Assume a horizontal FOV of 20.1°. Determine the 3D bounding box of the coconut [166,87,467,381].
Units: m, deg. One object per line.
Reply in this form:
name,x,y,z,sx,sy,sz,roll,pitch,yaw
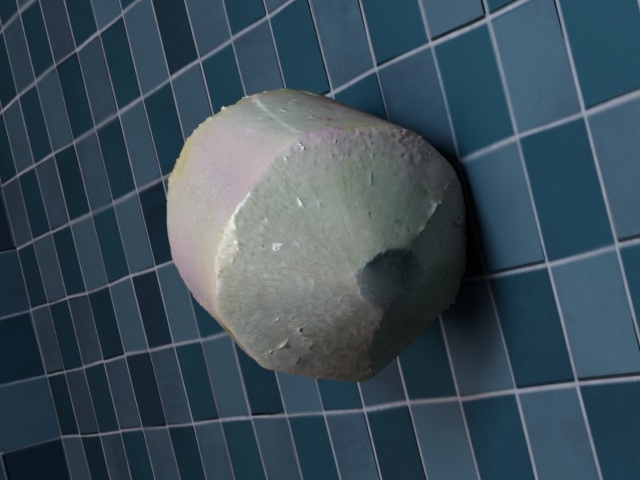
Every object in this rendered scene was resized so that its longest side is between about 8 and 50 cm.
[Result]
coconut,0.000,0.000,1.903,0.309,0.297,0.298,-140,44,-60
